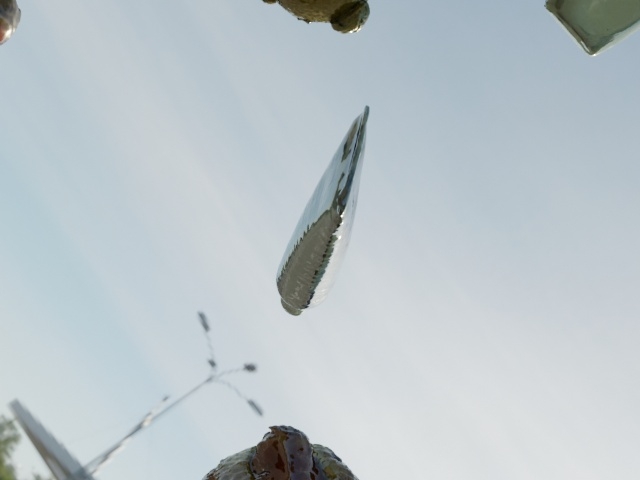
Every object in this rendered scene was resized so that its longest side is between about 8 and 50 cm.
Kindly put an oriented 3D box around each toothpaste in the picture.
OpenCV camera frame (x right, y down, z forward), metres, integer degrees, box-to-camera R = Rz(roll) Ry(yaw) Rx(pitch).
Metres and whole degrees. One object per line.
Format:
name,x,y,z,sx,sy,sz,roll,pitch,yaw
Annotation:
toothpaste,0.000,0.000,0.561,0.037,0.062,0.216,13,-25,-4

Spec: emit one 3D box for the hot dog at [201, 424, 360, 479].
hot dog,-0.011,0.226,0.634,0.103,0.146,0.213,110,-34,-63

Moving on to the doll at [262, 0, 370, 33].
doll,0.014,-0.304,0.911,0.137,0.097,0.210,30,-66,21

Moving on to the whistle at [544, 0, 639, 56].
whistle,0.195,-0.179,0.419,0.110,0.244,0.092,41,12,-17

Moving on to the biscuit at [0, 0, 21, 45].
biscuit,-0.398,-0.206,0.800,0.432,0.282,0.064,118,-24,-63
